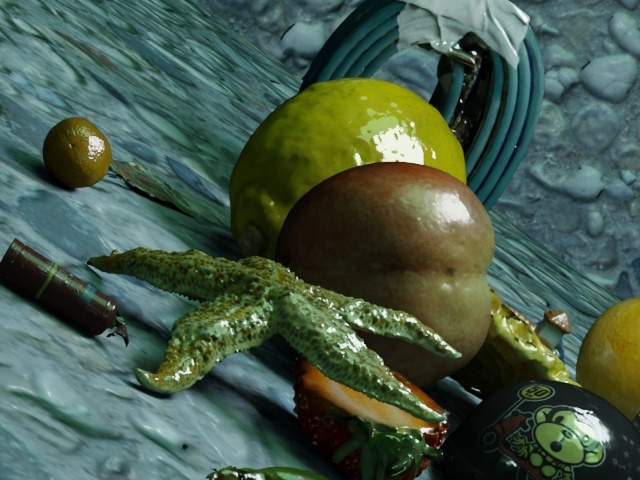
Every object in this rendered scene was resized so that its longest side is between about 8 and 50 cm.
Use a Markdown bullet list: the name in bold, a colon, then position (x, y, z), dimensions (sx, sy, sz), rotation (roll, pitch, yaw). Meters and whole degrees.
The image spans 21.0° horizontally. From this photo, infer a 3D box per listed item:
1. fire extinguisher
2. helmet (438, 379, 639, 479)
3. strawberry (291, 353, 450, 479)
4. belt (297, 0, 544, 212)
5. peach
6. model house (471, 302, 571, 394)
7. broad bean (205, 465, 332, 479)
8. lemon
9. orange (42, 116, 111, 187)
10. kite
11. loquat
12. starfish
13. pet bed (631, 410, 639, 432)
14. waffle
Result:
- **fire extinguisher**: position (-0.222, 0.049, 1.519), dimensions (0.132, 0.039, 0.056), rotation (32, 20, -9)
- **helmet**: position (0.260, 0.236, 1.797), dimensions (0.230, 0.160, 0.279), rotation (39, 13, 32)
- **strawberry**: position (0.037, 0.172, 1.607), dimensions (0.192, 0.085, 0.140), rotation (23, 24, 22)
- **belt**: position (0.120, -0.162, 2.368), dimensions (0.300, 0.437, 0.173), rotation (27, 9, -11)
- **peach**: position (0.065, 0.038, 1.851), dimensions (0.252, 0.252, 0.252), rotation (33, 11, -7)
- **model house**: position (0.255, 0.135, 2.234), dimensions (0.148, 0.149, 0.119), rotation (34, 10, -13)
- **broad bean**: position (0.045, 0.263, 1.363), dimensions (0.292, 0.049, 0.144), rotation (36, 17, 22)
- **lemon**: position (0.030, -0.062, 2.089), dimensions (0.316, 0.285, 0.285), rotation (21, 17, -48)
- **orange**: position (-0.267, -0.096, 1.904), dimensions (0.085, 0.085, 0.085), rotation (33, 11, -7)
- **kite**: position (-0.241, -0.083, 2.092), dimensions (0.127, 0.016, 0.229), rotation (38, 8, 34)
- **loquat**: position (0.486, 0.189, 2.408), dimensions (0.263, 0.263, 0.263), rotation (33, 11, -7)
- **starfish**: position (-0.035, 0.066, 1.639), dimensions (0.357, 0.078, 0.347), rotation (3, 19, -24)
- **pet bed**: position (0.495, 0.283, 2.198), dimensions (0.210, 0.183, 0.159), rotation (28, 19, -19)
- **waffle**: position (0.223, 0.153, 2.031), dimensions (0.307, 0.060, 0.312), rotation (45, -13, 16)
